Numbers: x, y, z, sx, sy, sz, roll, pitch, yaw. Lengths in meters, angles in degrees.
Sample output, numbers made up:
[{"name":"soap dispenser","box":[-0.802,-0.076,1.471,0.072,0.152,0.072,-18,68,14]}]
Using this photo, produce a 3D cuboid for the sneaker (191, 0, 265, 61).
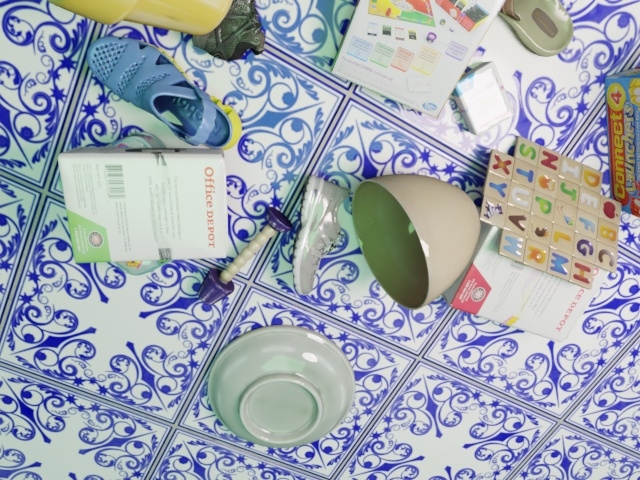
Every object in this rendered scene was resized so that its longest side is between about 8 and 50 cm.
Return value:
[{"name":"sneaker","box":[-0.138,-0.442,0.808,0.130,0.087,0.228,27,110,-14]}]

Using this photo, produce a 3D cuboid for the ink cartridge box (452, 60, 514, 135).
[{"name":"ink cartridge box","box":[0.337,-0.296,0.901,0.088,0.052,0.122,-29,108,9]}]

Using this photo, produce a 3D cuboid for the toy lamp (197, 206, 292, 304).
[{"name":"toy lamp","box":[-0.182,0.042,0.993,0.080,0.080,0.275,39,104,-15]}]

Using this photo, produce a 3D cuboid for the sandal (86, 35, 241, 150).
[{"name":"sandal","box":[-0.302,-0.284,0.833,0.317,0.138,0.126,30,109,-11]}]

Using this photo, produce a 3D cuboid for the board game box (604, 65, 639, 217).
[{"name":"board game box","box":[0.695,-0.173,0.831,0.086,0.302,0.308,-16,110,4]}]

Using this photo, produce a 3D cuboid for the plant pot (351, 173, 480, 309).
[{"name":"plant pot","box":[0.217,-0.021,0.905,0.190,0.284,0.284,-21,112,-17]}]

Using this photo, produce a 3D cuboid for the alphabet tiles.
[{"name":"alphabet tiles","box":[0.505,-0.064,0.930,0.342,0.011,0.285,20,72,-9]}]

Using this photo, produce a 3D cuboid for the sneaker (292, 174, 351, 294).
[{"name":"sneaker","box":[0.000,0.000,0.970,0.115,0.105,0.281,9,110,-6]}]

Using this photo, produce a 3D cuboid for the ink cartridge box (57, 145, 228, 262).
[{"name":"ink cartridge box","box":[-0.315,-0.071,0.812,0.272,0.115,0.199,-1,109,-11]}]

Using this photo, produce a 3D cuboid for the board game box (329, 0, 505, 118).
[{"name":"board game box","box":[0.188,-0.418,0.789,0.242,0.064,0.317,21,126,-9]}]

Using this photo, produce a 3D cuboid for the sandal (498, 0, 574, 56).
[{"name":"sandal","box":[0.382,-0.474,0.816,0.302,0.086,0.120,31,106,-13]}]

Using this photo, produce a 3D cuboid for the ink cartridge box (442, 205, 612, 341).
[{"name":"ink cartridge box","box":[0.465,0.080,1.009,0.306,0.131,0.226,19,108,-11]}]

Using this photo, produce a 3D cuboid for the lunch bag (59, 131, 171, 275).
[{"name":"lunch bag","box":[-0.379,-0.076,0.921,0.224,0.108,0.279,-27,112,1]}]

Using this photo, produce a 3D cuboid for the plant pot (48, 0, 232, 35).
[{"name":"plant pot","box":[-0.273,-0.452,0.678,0.254,0.239,0.254,-1,88,38]}]

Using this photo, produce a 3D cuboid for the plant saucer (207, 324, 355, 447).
[{"name":"plant saucer","box":[-0.102,0.418,1.129,0.400,0.100,0.401,-1,111,-3]}]
